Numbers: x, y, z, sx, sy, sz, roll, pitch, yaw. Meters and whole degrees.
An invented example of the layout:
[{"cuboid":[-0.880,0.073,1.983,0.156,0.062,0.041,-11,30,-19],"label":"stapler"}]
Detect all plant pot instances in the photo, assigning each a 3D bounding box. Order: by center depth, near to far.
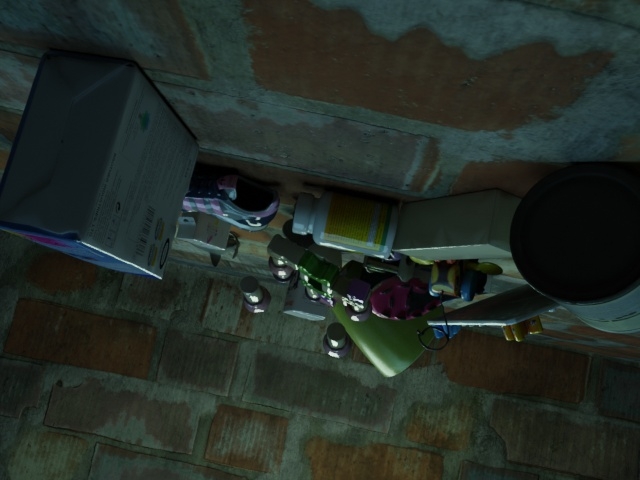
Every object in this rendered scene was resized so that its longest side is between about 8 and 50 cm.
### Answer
[{"cuboid":[0.162,0.202,1.898,0.293,0.275,0.275,40,165,-8],"label":"plant pot"}]

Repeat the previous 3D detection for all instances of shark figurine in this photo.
[{"cuboid":[-0.345,0.036,2.235,0.278,0.116,0.166,6,170,40],"label":"shark figurine"}]

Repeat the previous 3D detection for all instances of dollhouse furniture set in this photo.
[{"cuboid":[0.177,0.040,1.624,0.181,0.101,0.160,14,-179,41],"label":"dollhouse furniture set"}]

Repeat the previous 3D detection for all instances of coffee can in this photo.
[{"cuboid":[0.433,0.024,0.988,0.201,0.202,0.275,5,167,36],"label":"coffee can"}]

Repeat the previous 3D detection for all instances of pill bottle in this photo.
[{"cuboid":[0.051,-0.038,1.343,0.208,0.118,0.117,12,170,3],"label":"pill bottle"}]

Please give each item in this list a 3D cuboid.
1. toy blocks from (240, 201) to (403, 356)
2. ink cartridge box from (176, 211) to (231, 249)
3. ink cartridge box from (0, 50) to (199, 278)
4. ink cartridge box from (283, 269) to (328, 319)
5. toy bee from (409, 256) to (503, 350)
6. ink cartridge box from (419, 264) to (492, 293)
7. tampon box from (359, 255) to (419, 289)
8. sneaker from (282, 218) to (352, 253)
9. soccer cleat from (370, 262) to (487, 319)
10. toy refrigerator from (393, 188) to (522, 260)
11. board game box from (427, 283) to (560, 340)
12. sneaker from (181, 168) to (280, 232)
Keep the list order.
[{"cuboid":[0.008,0.093,1.534,0.288,0.309,0.260,27,163,13],"label":"toy blocks"},{"cuboid":[-0.354,-0.033,1.921,0.092,0.090,0.143,3,167,44],"label":"ink cartridge box"},{"cuboid":[-0.334,-0.093,1.069,0.151,0.270,0.395,12,170,10],"label":"ink cartridge box"},{"cuboid":[-0.025,0.103,1.854,0.100,0.238,0.172,14,169,-10],"label":"ink cartridge box"},{"cuboid":[0.293,0.067,1.391,0.195,0.298,0.162,-6,128,9],"label":"toy bee"},{"cuboid":[0.327,0.101,1.929,0.332,0.065,0.165,14,170,-6],"label":"ink cartridge box"},{"cuboid":[0.184,0.086,1.730,0.101,0.161,0.120,20,167,-35],"label":"tampon box"},{"cuboid":[0.000,0.000,1.703,0.221,0.083,0.118,13,170,-11],"label":"sneaker"},{"cuboid":[0.262,0.117,1.654,0.331,0.116,0.143,-11,-159,-15],"label":"soccer cleat"},{"cuboid":[0.262,-0.022,1.225,0.094,0.102,0.269,18,168,-28],"label":"toy refrigerator"},{"cuboid":[0.488,0.140,1.441,0.389,0.050,0.390,-17,177,-16],"label":"board game box"},{"cuboid":[-0.236,-0.115,1.371,0.318,0.112,0.131,13,153,-21],"label":"sneaker"}]
